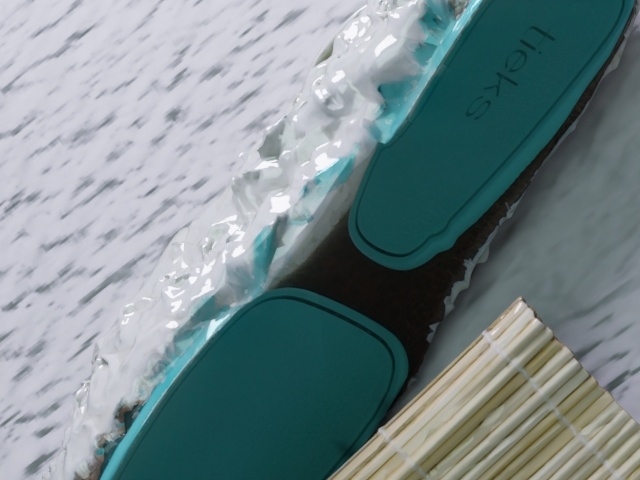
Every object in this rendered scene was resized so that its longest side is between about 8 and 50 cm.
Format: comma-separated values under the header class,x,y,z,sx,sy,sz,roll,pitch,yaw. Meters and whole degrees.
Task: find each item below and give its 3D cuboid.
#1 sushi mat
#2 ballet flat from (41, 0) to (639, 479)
class,x,y,z,sx,sy,sz,roll,pitch,yaw
sushi mat,0.031,0.187,0.869,0.151,0.019,0.316,45,100,-2
ballet flat,0.000,0.000,0.911,0.147,0.147,0.409,40,94,26
